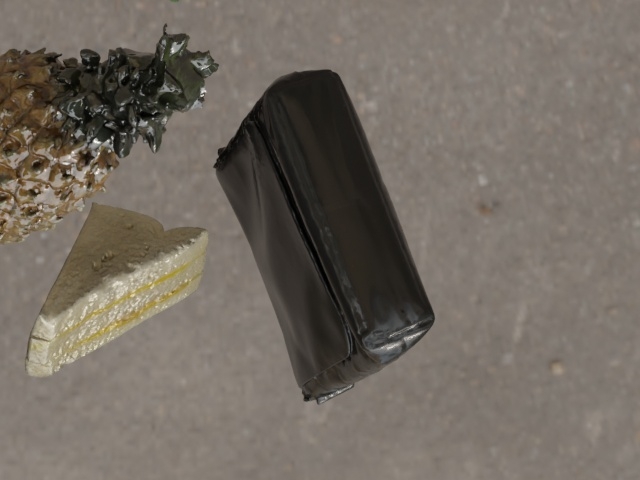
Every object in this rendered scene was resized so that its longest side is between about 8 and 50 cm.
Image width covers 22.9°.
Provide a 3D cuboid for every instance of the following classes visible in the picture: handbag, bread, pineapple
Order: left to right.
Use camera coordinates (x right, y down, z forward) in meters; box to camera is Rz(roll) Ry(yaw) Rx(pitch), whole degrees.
[{"bbox_3d":[-0.264,-0.123,1.586,0.362,0.202,0.202,-23,137,32],"label":"pineapple"},{"bbox_3d":[-0.158,0.048,1.242,0.105,0.152,0.077,16,133,1],"label":"bread"},{"bbox_3d":[0.000,0.000,1.312,0.080,0.247,0.223,-18,171,-20],"label":"handbag"}]
